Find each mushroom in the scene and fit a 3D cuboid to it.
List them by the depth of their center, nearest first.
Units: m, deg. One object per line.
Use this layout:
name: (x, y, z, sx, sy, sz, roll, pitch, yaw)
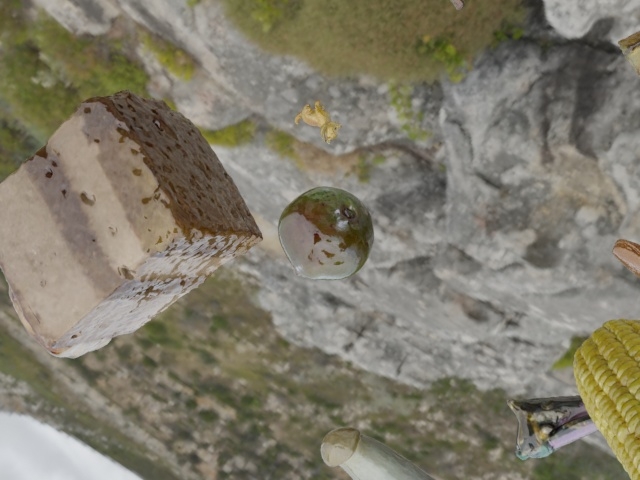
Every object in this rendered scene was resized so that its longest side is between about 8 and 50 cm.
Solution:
mushroom: (0.112, 0.357, 1.118, 0.270, 0.103, 0.118, 40, -179, 7)

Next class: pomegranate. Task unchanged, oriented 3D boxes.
pomegranate: (0.000, 0.000, 1.477, 0.180, 0.180, 0.210, 36, 141, -4)

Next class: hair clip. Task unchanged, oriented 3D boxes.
hair clip: (0.428, 0.211, 1.110, 0.110, 0.358, 0.096, 54, -162, -44)

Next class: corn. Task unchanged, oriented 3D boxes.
corn: (0.256, 0.140, 0.574, 0.093, 0.093, 0.244, 41, -164, -18)

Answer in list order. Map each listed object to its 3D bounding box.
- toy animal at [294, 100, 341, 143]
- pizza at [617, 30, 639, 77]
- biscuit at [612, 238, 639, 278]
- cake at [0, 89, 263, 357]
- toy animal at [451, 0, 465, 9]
toy animal: (-0.003, -0.209, 1.469, 0.060, 0.081, 0.083, 35, -145, -73)
pizza: (0.681, -0.171, 1.249, 0.439, 0.130, 0.406, 5, 122, 18)
biscuit: (0.615, 0.063, 1.399, 0.186, 0.036, 0.192, 35, 173, -24)
cake: (-0.246, -0.004, 0.923, 0.199, 0.293, 0.196, 55, -162, 11)
toy animal: (0.207, -0.439, 1.079, 0.312, 0.157, 0.097, 54, -170, -46)
